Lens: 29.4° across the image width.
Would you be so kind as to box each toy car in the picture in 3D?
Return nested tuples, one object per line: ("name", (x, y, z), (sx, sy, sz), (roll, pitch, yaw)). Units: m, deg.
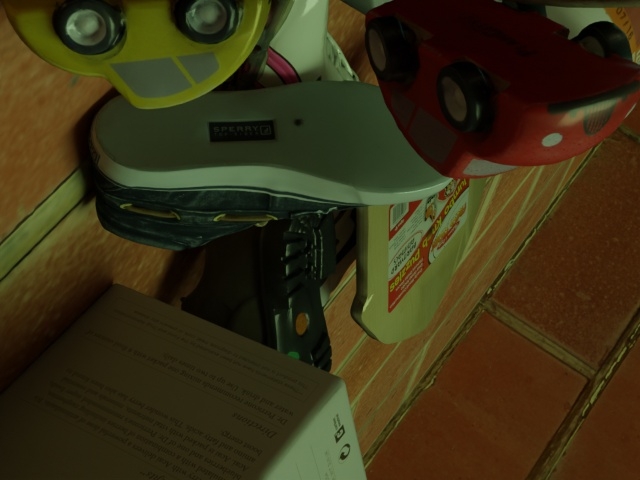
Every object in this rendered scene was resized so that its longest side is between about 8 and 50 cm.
("toy car", (0.029, -0.097, 0.478), (0.225, 0.239, 0.053), (-47, 143, -46))

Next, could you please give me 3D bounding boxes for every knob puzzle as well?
("knob puzzle", (0.068, -0.008, 0.893), (0.213, 0.030, 0.213), (-45, 147, -41))

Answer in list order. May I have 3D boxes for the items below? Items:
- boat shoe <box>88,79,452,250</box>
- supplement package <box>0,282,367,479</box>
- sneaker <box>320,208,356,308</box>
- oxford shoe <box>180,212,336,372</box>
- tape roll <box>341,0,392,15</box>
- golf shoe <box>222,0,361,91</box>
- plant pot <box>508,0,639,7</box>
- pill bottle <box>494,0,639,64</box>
("boat shoe", (-0.026, -0.036, 0.626), (0.083, 0.183, 0.065), (111, -21, -62))
("supplement package", (-0.124, 0.200, 0.673), (0.293, 0.178, 0.175), (-47, 143, -33))
("sneaker", (0.000, 0.000, 0.921), (0.153, 0.094, 0.235), (-28, 140, -48))
("oxford shoe", (-0.047, 0.068, 0.832), (0.083, 0.096, 0.227), (-25, 123, -59))
("tape roll", (0.060, -0.224, 0.641), (0.219, 0.072, 0.219), (-52, 166, -19))
("golf shoe", (-0.009, -0.090, 0.661), (0.186, 0.086, 0.067), (106, -14, -59))
("plant pot", (0.048, -0.225, 0.310), (0.237, 0.237, 0.254), (51, 60, -77))
("pill bottle", (0.167, -0.180, 0.700), (0.216, 0.121, 0.121), (-51, 166, -22))
